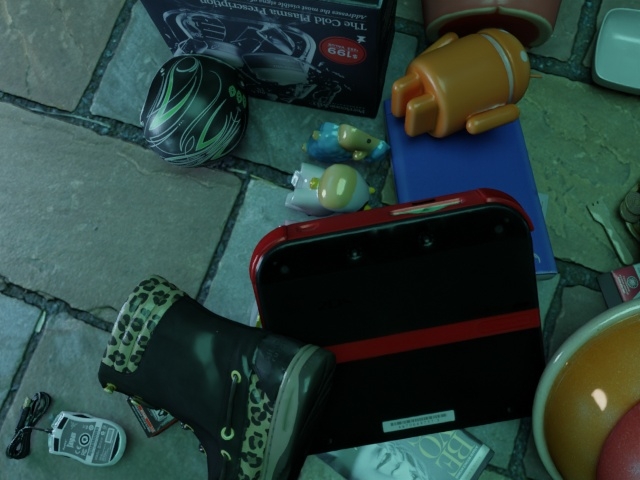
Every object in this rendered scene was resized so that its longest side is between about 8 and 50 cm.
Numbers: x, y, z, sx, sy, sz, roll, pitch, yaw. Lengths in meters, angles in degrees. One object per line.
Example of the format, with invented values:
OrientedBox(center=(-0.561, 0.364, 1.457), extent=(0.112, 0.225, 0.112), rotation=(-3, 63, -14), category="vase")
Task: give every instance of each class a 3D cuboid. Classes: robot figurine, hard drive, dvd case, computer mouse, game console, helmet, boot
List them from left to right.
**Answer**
OrientedBox(center=(-0.382, 0.303, 0.875), extent=(0.193, 0.042, 0.106), rotation=(10, 73, 12), category="computer mouse")
OrientedBox(center=(-0.201, -0.198, 0.913), extent=(0.170, 0.169, 0.161), rotation=(12, 76, 7), category="helmet")
OrientedBox(center=(-0.160, 0.248, 0.775), extent=(0.284, 0.138, 0.377), rotation=(26, 116, 15), category="boot")
OrientedBox(center=(0.120, 0.314, 0.845), extent=(0.221, 0.018, 0.164), rotation=(35, 82, 11), category="dvd case")
OrientedBox(center=(0.114, 0.120, 0.792), extent=(0.387, 0.060, 0.341), rotation=(-11, 107, 2), category="game console")
OrientedBox(center=(0.221, -0.086, 0.877), extent=(0.210, 0.040, 0.318), rotation=(-5, 68, 0), category="hard drive")
OrientedBox(center=(0.214, -0.236, 0.846), extent=(0.220, 0.158, 0.128), rotation=(-24, 115, -7), category="robot figurine")

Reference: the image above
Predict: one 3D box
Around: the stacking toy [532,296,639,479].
OrientedBox(center=(0.442, 0.290, 0.558), extent=(0.351, 0.480, 0.350), rotation=(1, 109, 4), category="stacking toy")

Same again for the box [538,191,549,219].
OrientedBox(center=(0.255, -0.022, 0.902), extent=(0.186, 0.038, 0.145), rotation=(13, 77, 8), category="box")

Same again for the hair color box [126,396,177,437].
OrientedBox(center=(-0.217, 0.233, 0.876), extent=(0.141, 0.043, 0.072), rotation=(-35, 77, -5), category="hair color box")

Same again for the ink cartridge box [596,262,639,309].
OrientedBox(center=(0.514, 0.080, 0.846), extent=(0.151, 0.063, 0.109), rotation=(-16, 75, 1), category="ink cartridge box")

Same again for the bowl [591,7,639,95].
OrientedBox(center=(0.522, -0.305, 0.939), extent=(0.142, 0.053, 0.142), rotation=(15, 80, 7), category="bowl")

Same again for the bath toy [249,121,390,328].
OrientedBox(center=(0.000, 0.000, 0.873), extent=(0.129, 0.151, 0.348), rotation=(19, 83, -14), category="bath toy")

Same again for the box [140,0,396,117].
OrientedBox(center=(-0.060, -0.356, 0.861), extent=(0.344, 0.312, 0.178), rotation=(12, 79, 7), category="box")

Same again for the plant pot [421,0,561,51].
OrientedBox(center=(0.274, -0.439, 0.895), extent=(0.275, 0.275, 0.243), rotation=(4, 88, 5), category="plant pot")

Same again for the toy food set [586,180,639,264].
OrientedBox(center=(0.536, -0.047, 0.883), extent=(0.192, 0.038, 0.132), rotation=(-23, 73, -1), category="toy food set")
